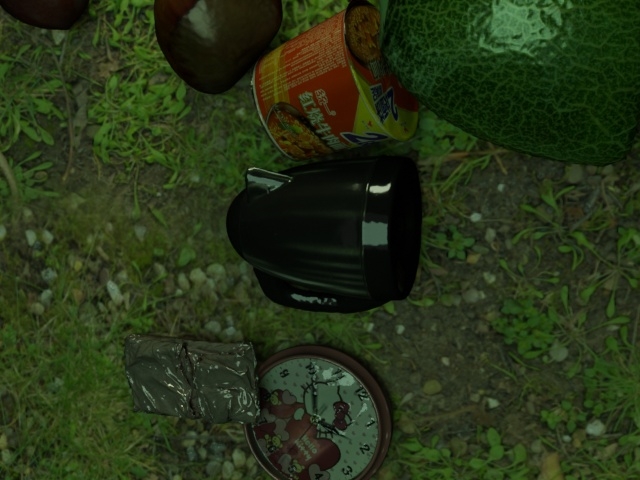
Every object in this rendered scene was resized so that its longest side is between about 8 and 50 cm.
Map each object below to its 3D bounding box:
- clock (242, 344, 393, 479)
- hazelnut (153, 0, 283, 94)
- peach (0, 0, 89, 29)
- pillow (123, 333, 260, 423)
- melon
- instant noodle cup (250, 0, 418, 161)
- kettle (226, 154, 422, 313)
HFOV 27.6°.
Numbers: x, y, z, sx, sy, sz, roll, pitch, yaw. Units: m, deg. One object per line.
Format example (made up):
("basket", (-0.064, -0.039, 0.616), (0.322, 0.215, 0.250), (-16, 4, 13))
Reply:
("clock", (-0.008, 0.278, 2.004), (0.244, 0.056, 0.244), (3, 100, 18))
("hazelnut", (-0.160, -0.323, 1.861), (0.210, 0.186, 0.210), (7, 116, 14))
("peach", (-0.418, -0.376, 1.946), (0.152, 0.152, 0.152), (3, 101, 14))
("pillow", (-0.205, 0.217, 2.024), (0.248, 0.049, 0.135), (2, 104, 32))
("melon", (0.254, -0.277, 1.751), (0.344, 0.226, 0.331), (-1, 119, -4))
("instant noodle cup", (0.015, -0.214, 1.835), (0.174, 0.213, 0.213), (-18, 96, 26))
("kettle", (0.000, -0.017, 1.888), (0.271, 0.251, 0.207), (3, 77, 16))
